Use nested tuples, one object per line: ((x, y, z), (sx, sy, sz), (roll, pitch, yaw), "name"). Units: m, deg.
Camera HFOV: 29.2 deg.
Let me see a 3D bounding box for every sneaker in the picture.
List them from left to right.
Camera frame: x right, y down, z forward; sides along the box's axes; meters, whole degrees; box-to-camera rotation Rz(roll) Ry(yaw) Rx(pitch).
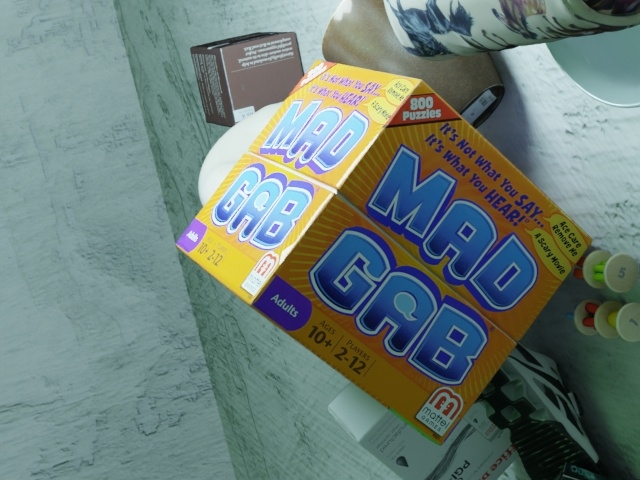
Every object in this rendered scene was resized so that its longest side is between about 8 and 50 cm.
((0.342, 0.255, 1.856), (0.122, 0.146, 0.330), (-32, 98, 43), "sneaker")

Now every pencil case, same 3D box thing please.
((0.210, -0.290, 1.307), (0.160, 0.183, 0.410), (49, 166, -17), "pencil case")

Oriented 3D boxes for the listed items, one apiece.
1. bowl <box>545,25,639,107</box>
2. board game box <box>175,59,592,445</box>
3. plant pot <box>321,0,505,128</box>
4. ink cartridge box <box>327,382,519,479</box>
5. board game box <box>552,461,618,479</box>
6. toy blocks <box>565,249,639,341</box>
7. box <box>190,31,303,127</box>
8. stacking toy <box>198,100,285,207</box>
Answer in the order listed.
((0.356, -0.302, 1.334), (0.298, 0.134, 0.297), (49, 148, 46), "bowl")
((0.078, 0.003, 1.745), (0.356, 0.356, 0.356), (38, 176, -25), "board game box")
((0.156, -0.266, 1.811), (0.230, 0.215, 0.215), (48, 151, 21), "plant pot")
((0.184, 0.287, 1.958), (0.283, 0.207, 0.117), (43, 179, -34), "ink cartridge box")
((0.390, 0.399, 1.822), (0.186, 0.126, 0.026), (107, -175, -53), "board game box")
((0.377, 0.073, 1.681), (0.148, 0.054, 0.123), (3, 109, 68), "toy blocks")
((-0.147, -0.333, 2.533), (0.203, 0.168, 0.167), (19, 123, 64), "box")
((0.000, 0.000, 2.332), (0.350, 0.351, 0.480), (49, 165, 47), "stacking toy")
